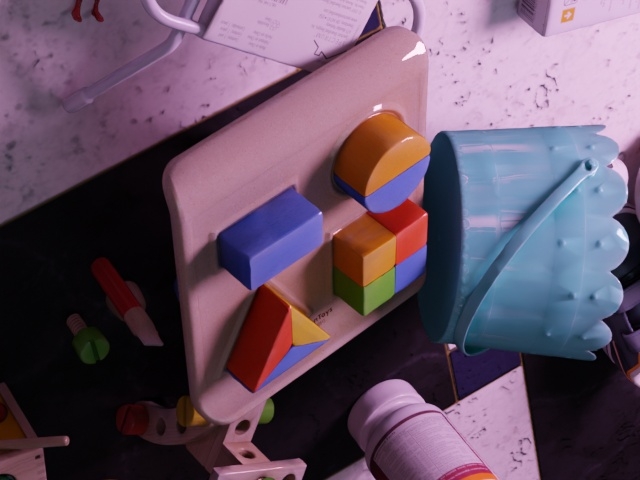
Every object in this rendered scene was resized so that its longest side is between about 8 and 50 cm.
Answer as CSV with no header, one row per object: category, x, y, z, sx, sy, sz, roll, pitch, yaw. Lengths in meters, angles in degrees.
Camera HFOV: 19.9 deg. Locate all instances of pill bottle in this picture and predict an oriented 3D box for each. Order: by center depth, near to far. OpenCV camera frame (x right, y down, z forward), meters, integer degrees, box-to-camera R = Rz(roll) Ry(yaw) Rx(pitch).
pill bottle,0.131,0.280,2.271,0.121,0.221,0.121,-20,135,-22

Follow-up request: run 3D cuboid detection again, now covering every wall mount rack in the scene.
wall mount rack,-0.078,-0.209,1.771,0.350,0.130,0.304,12,114,-42

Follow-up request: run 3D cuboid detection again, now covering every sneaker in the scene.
sneaker,0.421,0.080,2.389,0.126,0.127,0.321,-34,137,-6

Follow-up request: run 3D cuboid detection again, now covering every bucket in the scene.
bucket,0.218,0.001,2.039,0.183,0.281,0.281,1,128,-8

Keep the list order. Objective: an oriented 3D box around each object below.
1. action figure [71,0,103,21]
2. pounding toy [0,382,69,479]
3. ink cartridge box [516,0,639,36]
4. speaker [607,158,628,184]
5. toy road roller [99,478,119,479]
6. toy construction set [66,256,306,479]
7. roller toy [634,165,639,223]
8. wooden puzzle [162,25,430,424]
action figure,-0.204,-0.257,1.701,0.038,0.030,0.115,-2,124,-30
pounding toy,-0.348,0.221,1.924,0.130,0.141,0.100,-19,134,-23
ink cartridge box,0.395,-0.351,2.038,0.370,0.069,0.176,-15,132,-23
speaker,0.311,-0.080,2.217,0.136,0.055,0.055,6,122,-39
toy road roller,-0.300,0.406,2.088,0.329,0.202,0.241,6,109,-46
toy construction set,-0.115,0.162,1.973,0.257,0.237,0.309,-46,138,7
roller toy,0.496,-0.069,2.288,0.209,0.146,0.191,-21,123,-34
wooden puzzle,0.000,0.000,1.822,0.322,0.080,0.348,-34,140,-26
